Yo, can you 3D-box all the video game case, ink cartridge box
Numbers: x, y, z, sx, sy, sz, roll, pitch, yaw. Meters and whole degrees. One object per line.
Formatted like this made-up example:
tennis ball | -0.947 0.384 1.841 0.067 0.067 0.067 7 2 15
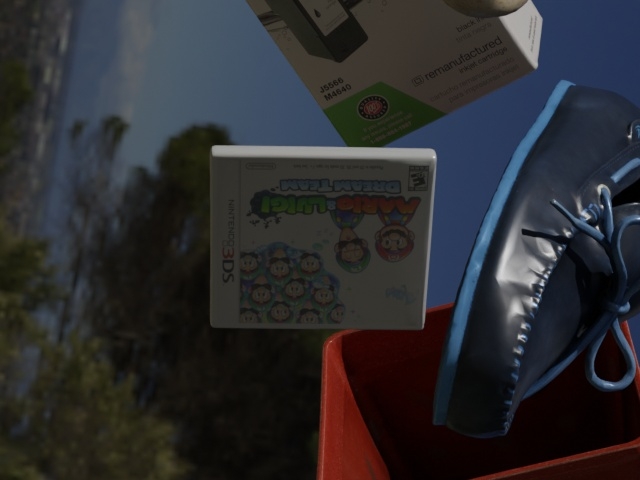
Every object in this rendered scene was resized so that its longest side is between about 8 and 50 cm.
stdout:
video game case | 0.000 0.000 1.157 0.019 0.157 0.143 -94 -174 -61
ink cartridge box | 0.047 -0.241 1.467 0.198 0.273 0.115 -26 -154 25

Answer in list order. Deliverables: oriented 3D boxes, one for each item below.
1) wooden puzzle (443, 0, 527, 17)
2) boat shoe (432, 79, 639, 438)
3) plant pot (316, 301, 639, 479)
wooden puzzle | 0.094 -0.329 0.762 0.322 0.080 0.348 -60 139 -43
boat shoe | 0.124 -0.001 0.764 0.258 0.089 0.109 -59 165 -45
plant pot | 0.161 0.212 1.384 0.267 0.267 0.235 -87 159 -61
